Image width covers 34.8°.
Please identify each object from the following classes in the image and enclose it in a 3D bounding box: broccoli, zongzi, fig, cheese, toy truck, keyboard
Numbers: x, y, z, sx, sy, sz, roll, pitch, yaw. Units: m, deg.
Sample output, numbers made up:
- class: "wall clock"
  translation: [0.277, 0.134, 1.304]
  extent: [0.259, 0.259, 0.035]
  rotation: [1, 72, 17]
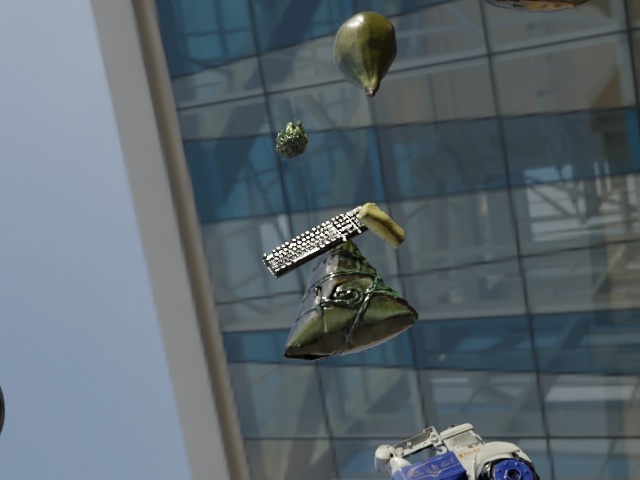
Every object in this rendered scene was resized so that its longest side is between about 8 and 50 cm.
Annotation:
- class: "broccoli"
  translation: [-0.071, -0.246, 2.508]
  extent: [0.097, 0.095, 0.092]
  rotation: [60, -151, -48]
- class: "zongzi"
  translation: [0.071, 0.203, 2.510]
  extent: [0.383, 0.318, 0.362]
  rotation: [-100, -2, -57]
- class: "fig"
  translation: [0.078, -0.351, 1.925]
  extent: [0.126, 0.133, 0.185]
  rotation: [46, -151, -13]
- class: "cheese"
  translation: [0.094, -0.025, 1.543]
  extent: [0.083, 0.030, 0.044]
  rotation: [39, -150, -12]
- class: "toy truck"
  translation: [0.194, 0.350, 1.451]
  extent: [0.161, 0.213, 0.177]
  rotation: [94, 154, -45]
- class: "keyboard"
  translation: [0.000, -0.001, 1.946]
  extent: [0.072, 0.231, 0.023]
  rotation: [48, 162, 52]

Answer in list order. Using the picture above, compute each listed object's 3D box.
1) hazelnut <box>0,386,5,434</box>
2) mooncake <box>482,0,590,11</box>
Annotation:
- class: "hazelnut"
  translation: [-0.530, 0.255, 1.327]
  extent: [0.217, 0.251, 0.217]
  rotation: [49, -154, -34]
- class: "mooncake"
  translation: [0.242, -0.394, 1.122]
  extent: [0.155, 0.284, 0.285]
  rotation: [-106, 0, -71]
